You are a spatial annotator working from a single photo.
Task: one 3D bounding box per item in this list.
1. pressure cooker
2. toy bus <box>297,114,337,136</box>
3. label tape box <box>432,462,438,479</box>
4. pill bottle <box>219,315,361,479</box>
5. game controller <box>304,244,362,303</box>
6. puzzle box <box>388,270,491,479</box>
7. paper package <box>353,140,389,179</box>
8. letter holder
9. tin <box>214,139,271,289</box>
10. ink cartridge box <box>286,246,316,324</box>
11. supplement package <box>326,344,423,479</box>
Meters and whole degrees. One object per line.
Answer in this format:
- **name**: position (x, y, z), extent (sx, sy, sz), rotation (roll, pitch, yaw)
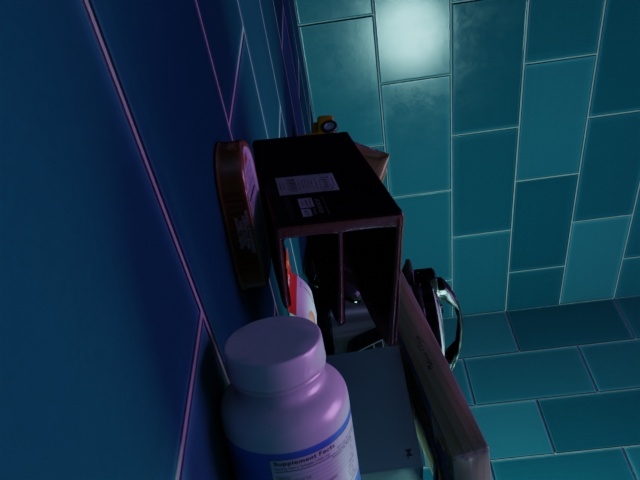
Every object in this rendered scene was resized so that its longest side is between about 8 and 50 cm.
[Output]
- **pressure cooker**: position (0.209, 0.267, 1.894), extent (0.370, 0.420, 0.375), rotation (78, 6, -66)
- **toy bus**: position (-0.001, -0.196, 1.791), extent (0.108, 0.130, 0.332), rotation (76, 8, -54)
- **label tape box**: position (0.085, 0.515, 0.935), extent (0.249, 0.115, 0.347), rotation (77, 29, -54)
- **pill bottle**: position (-0.029, 0.190, 0.621), extent (0.124, 0.124, 0.221), rotation (-88, 170, -69)
- **game controller**: position (0.039, 0.075, 1.753), extent (0.166, 0.067, 0.319), rotation (36, 16, -10)
- **puzzle box**: position (0.179, 0.266, 1.046), extent (0.409, 0.052, 0.272), rotation (-108, -177, -56)
- **paper package**: position (0.092, -0.139, 2.054), extent (0.325, 0.168, 0.309), rotation (47, 63, -83)
- **letter holder**: position (0.000, 0.000, 0.906), extent (0.302, 0.152, 0.214), rotation (-111, -163, -60)
- **tin**: position (-0.092, -0.030, 0.784), extent (0.106, 0.040, 0.189), rotation (-100, -179, -65)
- **ink cartridge box**: position (-0.037, 0.121, 1.278), extent (0.145, 0.045, 0.179), rotation (-92, 176, -60)
- **supplement package**: position (0.057, 0.333, 1.069), extent (0.262, 0.199, 0.198), rotation (78, 4, -53)
